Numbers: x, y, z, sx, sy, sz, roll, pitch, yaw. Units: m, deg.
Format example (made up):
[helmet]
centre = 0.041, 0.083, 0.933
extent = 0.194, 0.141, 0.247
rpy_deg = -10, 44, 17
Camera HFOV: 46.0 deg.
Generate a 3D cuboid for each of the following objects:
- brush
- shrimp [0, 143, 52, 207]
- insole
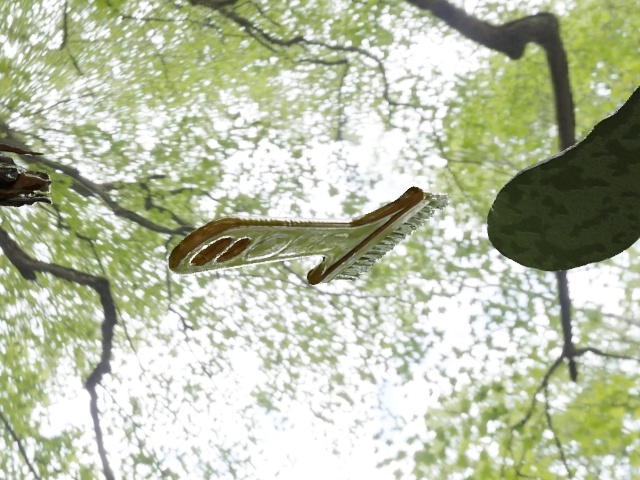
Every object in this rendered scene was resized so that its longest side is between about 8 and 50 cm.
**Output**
[brush]
centre = 0.000, 0.000, 0.445
extent = 0.103, 0.272, 0.013
rpy_deg = -41, -106, 21
[shrimp]
centre = -0.306, -0.021, 0.493
extent = 0.249, 0.068, 0.150
rpy_deg = -8, -41, -16
[insole]
centre = 0.133, -0.026, 0.352
extent = 0.065, 0.193, 0.006
rpy_deg = 38, -116, 3
